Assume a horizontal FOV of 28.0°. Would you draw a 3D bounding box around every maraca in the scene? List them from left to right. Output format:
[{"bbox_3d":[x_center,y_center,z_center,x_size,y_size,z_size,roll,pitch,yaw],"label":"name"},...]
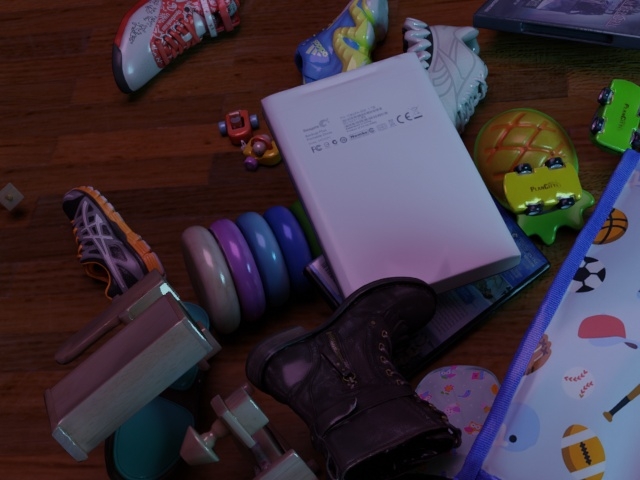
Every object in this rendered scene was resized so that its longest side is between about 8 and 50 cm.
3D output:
[{"bbox_3d":[0.269,-0.084,1.628,0.127,0.099,0.186,-27,71,5],"label":"maraca"}]

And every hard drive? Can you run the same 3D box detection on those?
[{"bbox_3d":[0.079,-0.072,1.551,0.210,0.040,0.319,-18,61,-9],"label":"hard drive"}]

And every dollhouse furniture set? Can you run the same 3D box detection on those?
[{"bbox_3d":[-0.112,0.243,1.360,0.174,0.355,0.303,-39,21,-4],"label":"dollhouse furniture set"}]

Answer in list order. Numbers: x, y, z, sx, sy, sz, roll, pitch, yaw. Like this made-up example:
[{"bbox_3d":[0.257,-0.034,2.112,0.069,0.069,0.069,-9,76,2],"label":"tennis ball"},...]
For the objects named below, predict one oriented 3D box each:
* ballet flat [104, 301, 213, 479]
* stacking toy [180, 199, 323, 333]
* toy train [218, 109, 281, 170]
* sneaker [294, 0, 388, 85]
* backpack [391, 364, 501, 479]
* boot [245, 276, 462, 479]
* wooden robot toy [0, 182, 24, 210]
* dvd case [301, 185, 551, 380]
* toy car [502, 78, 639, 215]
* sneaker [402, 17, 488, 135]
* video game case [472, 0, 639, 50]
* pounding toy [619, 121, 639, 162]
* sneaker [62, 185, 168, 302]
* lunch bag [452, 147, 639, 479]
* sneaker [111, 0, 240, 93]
[{"bbox_3d":[-0.186,0.196,1.489,0.095,0.096,0.280,26,43,-7],"label":"ballet flat"},{"bbox_3d":[0.000,0.000,1.607,0.330,0.141,0.141,-20,47,-13],"label":"stacking toy"},{"bbox_3d":[-0.065,-0.162,1.812,0.166,0.046,0.125,-10,47,6],"label":"toy train"},{"bbox_3d":[0.027,-0.305,1.888,0.126,0.091,0.240,0,50,15],"label":"sneaker"},{"bbox_3d":[0.147,0.225,1.363,0.152,0.115,0.182,6,47,23],"label":"backpack"},{"bbox_3d":[0.070,0.153,1.342,0.263,0.091,0.229,-25,38,-24],"label":"boot"},{"bbox_3d":[-0.501,-0.047,1.822,0.173,0.076,0.079,-17,12,-2],"label":"wooden robot toy"},{"bbox_3d":[0.130,0.034,1.548,0.253,0.022,0.180,-35,79,-18],"label":"dvd case"},{"bbox_3d":[0.347,-0.091,1.570,0.239,0.053,0.225,22,69,-5],"label":"toy car"},{"bbox_3d":[0.174,-0.204,1.757,0.118,0.110,0.292,-1,48,2],"label":"sneaker"},{"bbox_3d":[0.380,-0.330,1.829,0.274,0.026,0.196,12,34,24],"label":"video game case"},{"bbox_3d":[0.473,-0.136,1.616,0.130,0.100,0.141,-37,50,-19],"label":"pounding toy"},{"bbox_3d":[-0.291,0.004,1.696,0.083,0.084,0.215,-38,52,-14],"label":"sneaker"},{"bbox_3d":[0.346,0.158,1.227,0.328,0.239,0.385,23,55,16],"label":"lunch bag"},{"bbox_3d":[-0.213,-0.330,1.971,0.145,0.090,0.270,3,47,20],"label":"sneaker"}]
